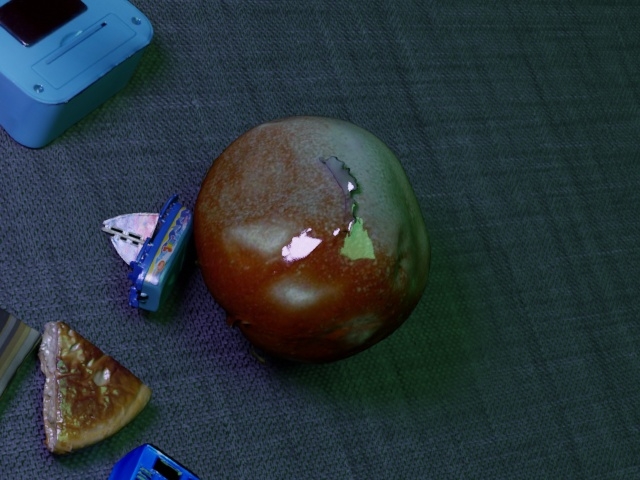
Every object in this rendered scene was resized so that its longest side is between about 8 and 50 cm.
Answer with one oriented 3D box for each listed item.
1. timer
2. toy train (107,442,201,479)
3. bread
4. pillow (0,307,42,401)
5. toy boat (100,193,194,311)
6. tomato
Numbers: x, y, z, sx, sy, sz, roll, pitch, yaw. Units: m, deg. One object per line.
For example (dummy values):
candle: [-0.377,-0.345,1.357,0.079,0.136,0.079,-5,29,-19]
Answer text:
timer: [-0.360,-0.260,2.173,0.250,0.091,0.232,43,47,4]
toy train: [-0.155,0.331,1.984,0.204,0.083,0.131,38,46,-17]
bread: [-0.252,0.171,2.015,0.136,0.054,0.154,8,67,-34]
pillow: [-0.425,0.118,1.905,0.212,0.052,0.208,37,52,-16]
toy boat: [-0.211,-0.002,2.135,0.110,0.091,0.175,20,47,4]
tomato: [0.000,0.000,2.152,0.303,0.239,0.303,42,34,-38]
